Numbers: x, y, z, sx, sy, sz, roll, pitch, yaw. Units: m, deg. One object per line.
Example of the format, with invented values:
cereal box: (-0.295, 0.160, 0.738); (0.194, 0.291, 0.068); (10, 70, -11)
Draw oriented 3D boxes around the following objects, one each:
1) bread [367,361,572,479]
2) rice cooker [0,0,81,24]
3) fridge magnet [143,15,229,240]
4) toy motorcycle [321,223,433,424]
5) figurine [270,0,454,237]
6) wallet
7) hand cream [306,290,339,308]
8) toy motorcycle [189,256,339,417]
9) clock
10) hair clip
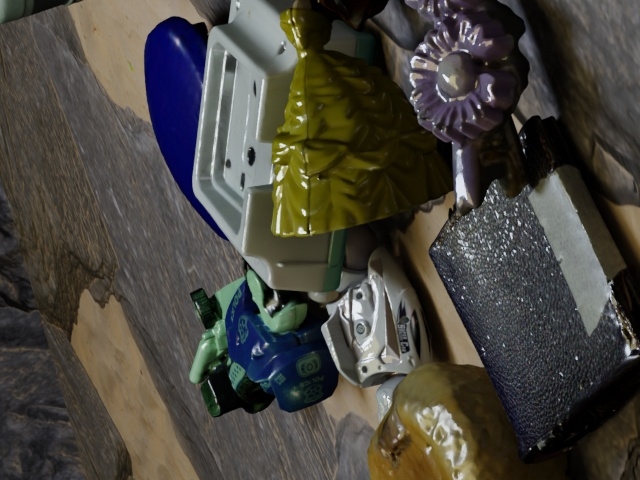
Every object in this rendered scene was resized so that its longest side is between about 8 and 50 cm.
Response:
bread: (0.142, 0.216, 1.825); (0.244, 0.134, 0.244); (163, 90, -71)
rice cooker: (-0.319, -0.399, 2.259); (0.288, 0.277, 0.288); (53, 155, 38)
fridge magnet: (-0.123, -0.127, 2.247); (0.265, 0.112, 0.265); (57, 159, 36)
toy motorcycle: (0.065, 0.087, 1.987); (0.112, 0.112, 0.254); (120, 128, -67)
figurine: (0.004, -0.177, 1.751); (0.168, 0.187, 0.315); (-4, 102, 54)
wallet: (0.185, 0.045, 1.637); (0.262, 0.071, 0.221); (118, 135, -62)
hand cream: (0.000, 0.000, 2.175); (0.057, 0.037, 0.165); (-137, 39, -55)
toy motorcycle: (-0.063, 0.121, 2.329); (0.196, 0.125, 0.331); (67, 161, 13)
clock: (-0.054, -0.107, 1.953); (0.231, 0.116, 0.262); (-138, 52, -57)
hair clip: (0.114, -0.167, 1.547); (0.106, 0.084, 0.292); (-15, 82, 46)
